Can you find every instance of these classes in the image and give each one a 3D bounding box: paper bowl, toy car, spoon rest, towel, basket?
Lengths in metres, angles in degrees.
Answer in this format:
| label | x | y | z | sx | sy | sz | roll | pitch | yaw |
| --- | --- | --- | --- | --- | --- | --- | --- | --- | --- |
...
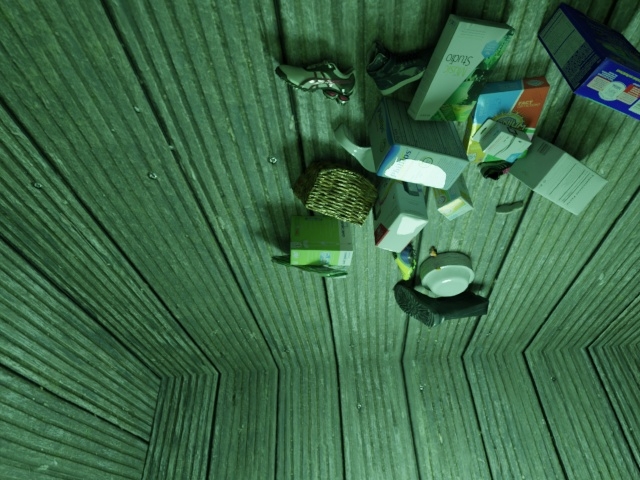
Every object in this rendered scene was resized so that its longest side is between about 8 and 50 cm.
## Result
| label | x | y | z | sx | sy | sz | roll | pitch | yaw |
| --- | --- | --- | --- | --- | --- | --- | --- | --- | --- |
| paper bowl | 0.698 | 0.203 | 2.318 | 0.284 | 0.148 | 0.284 | -2 | 143 | -2 |
| toy car | 0.596 | 0.097 | 2.208 | 0.040 | 0.122 | 0.060 | -16 | 159 | 28 |
| spoon rest | 0.176 | -0.344 | 1.624 | 0.276 | 0.084 | 0.137 | 24 | 135 | -25 |
| towel | -0.050 | 0.123 | 2.063 | 0.324 | 0.038 | 0.248 | 14 | -176 | 22 |
| basket | 0.064 | -0.221 | 1.780 | 0.299 | 0.223 | 0.214 | 17 | 105 | -24 |

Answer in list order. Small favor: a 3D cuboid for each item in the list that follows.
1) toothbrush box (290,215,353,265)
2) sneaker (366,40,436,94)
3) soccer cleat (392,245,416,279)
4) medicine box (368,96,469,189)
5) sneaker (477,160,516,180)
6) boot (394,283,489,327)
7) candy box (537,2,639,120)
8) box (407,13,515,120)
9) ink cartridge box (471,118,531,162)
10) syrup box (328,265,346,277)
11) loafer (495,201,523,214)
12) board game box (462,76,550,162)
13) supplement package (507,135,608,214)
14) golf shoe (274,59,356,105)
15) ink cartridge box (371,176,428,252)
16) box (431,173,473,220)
| label | x | y | z | sx | sy | sz | roll | pitch | yaw |
| --- | --- | --- | --- | --- | --- | --- | --- | --- | --- |
| toothbrush box | 0.000 | 0.000 | 1.967 | 0.283 | 0.206 | 0.122 | 0 | 142 | -4 |
| sneaker | 0.252 | -0.578 | 1.335 | 0.226 | 0.086 | 0.163 | -25 | 139 | 28 |
| soccer cleat | 0.447 | 0.113 | 2.258 | 0.121 | 0.093 | 0.289 | 20 | 153 | 22 |
| medicine box | 0.338 | -0.344 | 1.495 | 0.289 | 0.264 | 0.149 | 9 | 140 | -15 |
| sneaker | 0.745 | -0.286 | 1.747 | 0.170 | 0.075 | 0.063 | -4 | 142 | 1 |
| boot | 0.708 | 0.348 | 2.474 | 0.444 | 0.367 | 0.146 | -9 | 122 | -29 |
| candy box | 0.825 | -0.530 | 1.242 | 0.268 | 0.317 | 0.122 | 13 | 141 | -18 |
| box | 0.442 | -0.534 | 1.347 | 0.232 | 0.059 | 0.322 | -7 | 141 | -25 |
| ink cartridge box | 0.663 | -0.364 | 1.547 | 0.180 | 0.060 | 0.104 | 13 | 140 | -19 |
| syrup box | 0.086 | 0.095 | 2.183 | 0.093 | 0.096 | 0.237 | -1 | 143 | 1 |
| loafer | 0.884 | -0.143 | 1.968 | 0.125 | 0.045 | 0.039 | -14 | 147 | 11 |
| board game box | 0.670 | -0.435 | 1.560 | 0.242 | 0.064 | 0.317 | -6 | 142 | 4 |
| supplement package | 0.944 | -0.257 | 1.681 | 0.292 | 0.178 | 0.175 | 20 | 116 | -27 |
| golf shoe | -0.014 | -0.541 | 1.377 | 0.272 | 0.105 | 0.120 | 9 | 125 | -23 |
| ink cartridge box | 0.311 | -0.142 | 1.721 | 0.131 | 0.306 | 0.226 | 11 | 140 | -16 |
| box | 0.535 | -0.203 | 1.737 | 0.103 | 0.203 | 0.114 | 30 | 132 | -35 |
